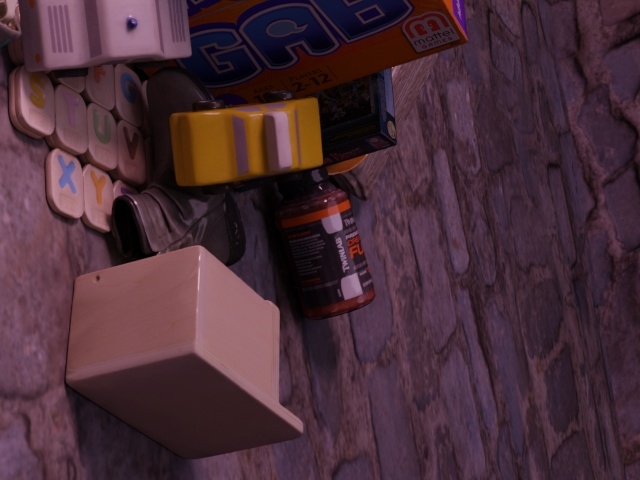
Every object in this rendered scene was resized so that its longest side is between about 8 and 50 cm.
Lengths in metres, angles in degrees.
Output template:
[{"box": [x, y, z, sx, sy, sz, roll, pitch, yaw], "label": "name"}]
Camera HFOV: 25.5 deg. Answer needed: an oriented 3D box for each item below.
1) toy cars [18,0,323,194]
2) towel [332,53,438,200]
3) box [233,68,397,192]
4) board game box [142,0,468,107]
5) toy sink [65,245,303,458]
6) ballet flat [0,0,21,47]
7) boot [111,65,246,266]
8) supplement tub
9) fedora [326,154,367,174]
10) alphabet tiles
[{"box": [-0.132, -0.163, 1.478, 0.393, 0.087, 0.176, 38, 72, -32], "label": "toy cars"}, {"box": [0.093, -0.202, 2.100, 0.282, 0.049, 0.187, -63, 164, -8], "label": "towel"}, {"box": [-0.020, -0.166, 1.781, 0.044, 0.233, 0.159, 31, 50, -54], "label": "box"}, {"box": [-0.071, -0.407, 1.618, 0.356, 0.356, 0.357, 47, 33, -49], "label": "board game box"}, {"box": [-0.132, 0.118, 1.472, 0.234, 0.152, 0.131, 44, 38, -50], "label": "toy sink"}, {"box": [-0.326, -0.286, 1.356, 0.072, 0.068, 0.213, -3, 80, -67], "label": "ballet flat"}, {"box": [-0.167, -0.060, 1.546, 0.161, 0.083, 0.247, -27, 106, -54], "label": "boot"}, {"box": [0.000, 0.000, 1.898, 0.106, 0.106, 0.198, -33, 108, -66], "label": "supplement tub"}, {"box": [0.008, -0.190, 1.941, 0.194, 0.079, 0.194, 5, 76, -21], "label": "fedora"}, {"box": [-0.242, -0.143, 1.531, 0.284, 0.021, 0.278, 30, 50, -59], "label": "alphabet tiles"}]
